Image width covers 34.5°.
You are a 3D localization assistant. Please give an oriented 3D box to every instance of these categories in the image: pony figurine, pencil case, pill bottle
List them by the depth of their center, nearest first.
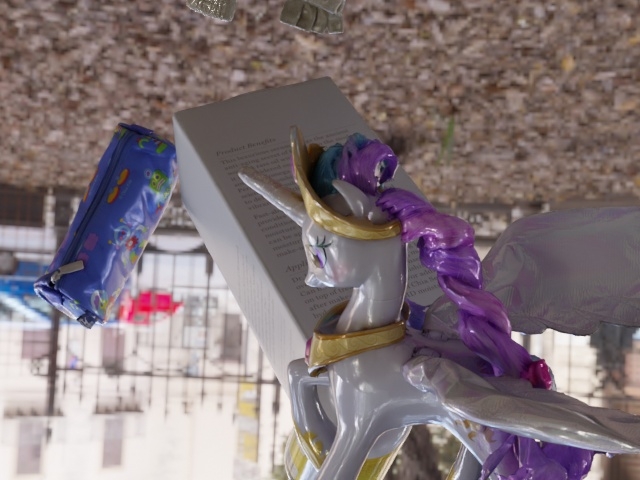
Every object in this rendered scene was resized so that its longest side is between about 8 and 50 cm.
[{"bbox_3d":[0.108,0.105,0.744,0.351,0.363,0.303,9,-152,15],"label":"pony figurine"},{"bbox_3d":[0.029,0.173,0.972,0.103,0.103,0.184,4,142,-12],"label":"pill bottle"},{"bbox_3d":[-0.304,-0.025,1.495,0.119,0.306,0.133,21,167,18],"label":"pencil case"}]

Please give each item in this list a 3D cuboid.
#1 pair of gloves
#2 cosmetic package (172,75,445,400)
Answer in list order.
[{"bbox_3d":[-0.065,-0.401,1.438,0.240,0.204,0.042,12,-163,9],"label":"pair of gloves"},{"bbox_3d":[0.000,0.000,1.268,0.230,0.161,0.453,-16,-134,-18],"label":"cosmetic package"}]
